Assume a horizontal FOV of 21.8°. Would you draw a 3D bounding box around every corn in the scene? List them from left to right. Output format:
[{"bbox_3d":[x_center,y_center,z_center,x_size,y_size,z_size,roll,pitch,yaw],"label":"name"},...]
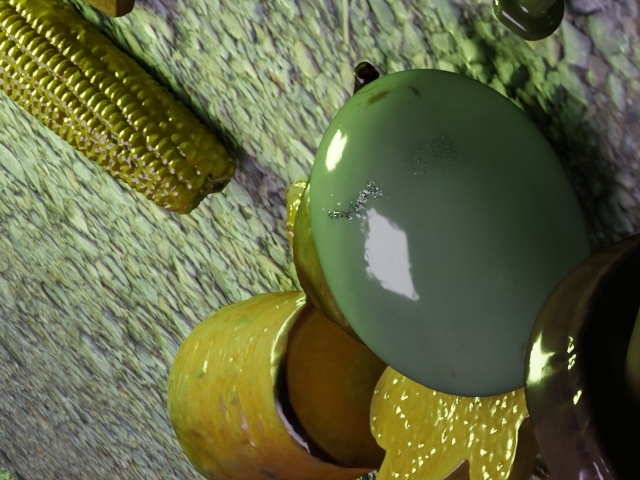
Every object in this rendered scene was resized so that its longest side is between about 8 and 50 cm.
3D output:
[{"bbox_3d":[-0.243,-0.158,1.754,0.363,0.120,0.120,36,155,16],"label":"corn"}]

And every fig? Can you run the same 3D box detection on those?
[{"bbox_3d":[0.045,-0.027,1.434,0.170,0.145,0.274,43,148,54],"label":"fig"}]

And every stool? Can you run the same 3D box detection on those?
[{"bbox_3d":[0.282,0.080,1.028,0.272,0.272,0.178,44,143,9],"label":"stool"}]

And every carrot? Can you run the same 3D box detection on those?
[{"bbox_3d":[-0.026,0.159,1.733,0.224,0.224,0.340,51,157,-7],"label":"carrot"}]

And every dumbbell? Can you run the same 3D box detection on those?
[{"bbox_3d":[0.155,-0.175,1.094,0.052,0.046,0.118,43,157,-1],"label":"dumbbell"}]

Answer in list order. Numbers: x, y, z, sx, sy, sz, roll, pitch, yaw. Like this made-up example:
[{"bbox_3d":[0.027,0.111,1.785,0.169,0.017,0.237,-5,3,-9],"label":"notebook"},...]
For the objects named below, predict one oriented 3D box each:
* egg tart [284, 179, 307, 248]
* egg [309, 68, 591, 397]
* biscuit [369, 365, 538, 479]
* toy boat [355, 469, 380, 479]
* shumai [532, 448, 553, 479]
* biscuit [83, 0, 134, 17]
[{"bbox_3d":[0.000,0.000,1.657,0.129,0.049,0.129,41,157,22],"label":"egg tart"},{"bbox_3d":[0.099,-0.003,1.269,0.203,0.203,0.283,21,148,48],"label":"egg"},{"bbox_3d":[0.151,0.139,1.424,0.047,0.216,0.339,23,137,-25],"label":"biscuit"},{"bbox_3d":[0.052,0.262,1.969,0.210,0.066,0.084,53,156,-11],"label":"toy boat"},{"bbox_3d":[0.207,0.161,1.489,0.145,0.145,0.116,28,108,40],"label":"shumai"},{"bbox_3d":[-0.253,-0.322,1.606,0.182,0.034,0.215,27,148,39],"label":"biscuit"}]
